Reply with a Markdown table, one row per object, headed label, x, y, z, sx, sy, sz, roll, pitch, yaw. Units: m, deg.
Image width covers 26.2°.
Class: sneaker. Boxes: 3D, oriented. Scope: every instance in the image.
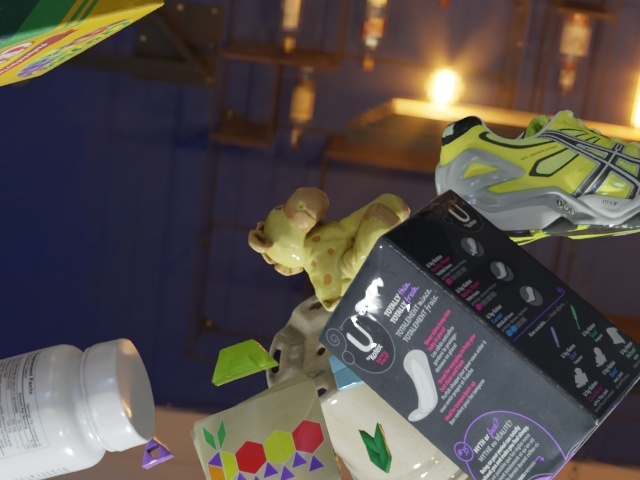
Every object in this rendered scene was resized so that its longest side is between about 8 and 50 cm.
| label | x | y | z | sx | sy | sz | roll | pitch | yaw |
| --- | --- | --- | --- | --- | --- | --- | --- | --- | --- |
| sneaker | 0.309 | -0.077 | 1.565 | 0.385 | 0.147 | 0.145 | -3 | 173 | -26 |

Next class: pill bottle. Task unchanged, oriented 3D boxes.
| label | x | y | z | sx | sy | sz | roll | pitch | yaw |
| --- | --- | --- | --- | --- | --- | --- | --- | --- | --- |
| pill bottle | -0.363 | 0.221 | 1.729 | 0.283 | 0.160 | 0.160 | -14 | -166 | 8 |

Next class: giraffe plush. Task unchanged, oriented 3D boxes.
| label | x | y | z | sx | sy | sz | roll | pitch | yaw |
| --- | --- | --- | --- | --- | --- | --- | --- | --- | --- |
| giraffe plush | 0.000 | 0.000 | 1.873 | 0.170 | 0.210 | 0.181 | 32 | 172 | 8 |

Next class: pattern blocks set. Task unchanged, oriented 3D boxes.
| label | x | y | z | sx | sy | sz | roll | pitch | yaw |
| --- | --- | --- | --- | --- | --- | --- | --- | --- | --- |
| pattern blocks set | -0.071 | 0.262 | 1.708 | 0.325 | 0.285 | 0.026 | -14 | 159 | 16 |

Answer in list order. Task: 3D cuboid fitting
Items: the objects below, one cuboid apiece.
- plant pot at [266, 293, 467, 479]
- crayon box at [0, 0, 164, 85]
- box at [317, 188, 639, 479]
| label | x | y | z | sx | sy | sz | roll | pitch | yaw |
| --- | --- | --- | --- | --- | --- | --- | --- | --- | --- |
| plant pot | 0.086 | 0.241 | 2.332 | 0.305 | 0.333 | 0.334 | 37 | 174 | -39 |
| crayon box | -0.296 | -0.209 | 1.320 | 0.202 | 0.081 | 0.318 | -21 | -176 | 38 |
| box | 0.161 | 0.108 | 1.371 | 0.270 | 0.165 | 0.143 | 41 | -140 | 13 |
